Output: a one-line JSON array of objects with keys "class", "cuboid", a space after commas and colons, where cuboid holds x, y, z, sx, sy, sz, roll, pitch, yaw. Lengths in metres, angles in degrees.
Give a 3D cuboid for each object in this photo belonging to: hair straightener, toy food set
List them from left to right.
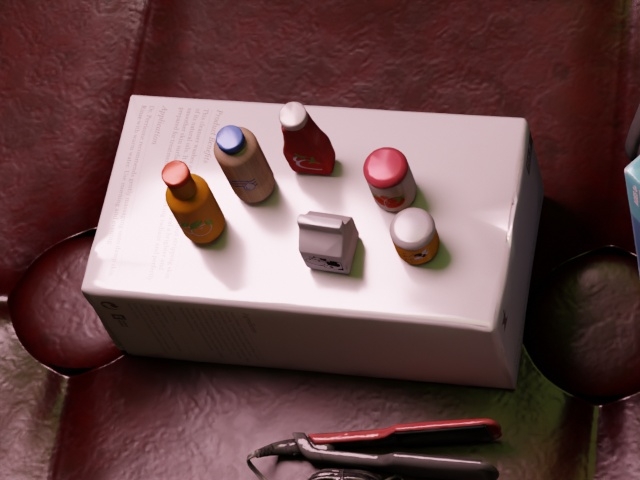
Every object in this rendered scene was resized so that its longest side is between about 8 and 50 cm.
[{"class": "toy food set", "cuboid": [-0.013, -0.048, 1.706, 0.232, 0.104, 0.111, 9, 68, 16]}, {"class": "hair straightener", "cuboid": [0.046, 0.205, 1.771, 0.230, 0.047, 0.089, -2, 63, 12]}]

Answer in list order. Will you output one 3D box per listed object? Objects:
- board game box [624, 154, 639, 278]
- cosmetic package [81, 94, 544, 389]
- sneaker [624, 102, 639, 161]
[{"class": "board game box", "cuboid": [0.398, 0.082, 1.640, 0.079, 0.254, 0.336, -40, 62, -8]}, {"class": "cosmetic package", "cuboid": [0.000, 0.000, 1.828, 0.385, 0.156, 0.217, 7, 65, 14]}, {"class": "sneaker", "cuboid": [0.391, -0.160, 1.848, 0.147, 0.104, 0.295, 31, 78, 19]}]
